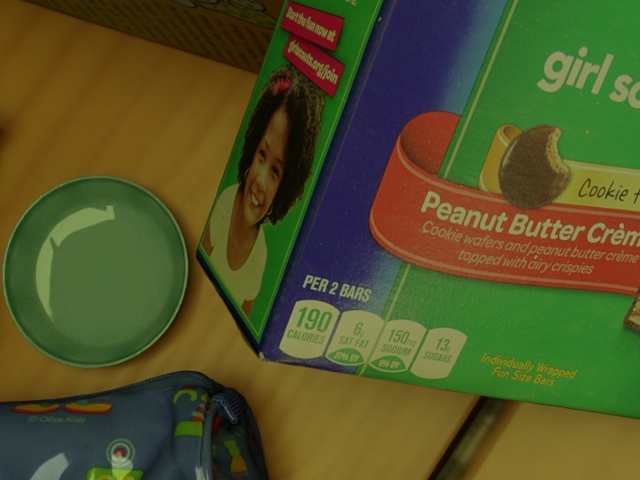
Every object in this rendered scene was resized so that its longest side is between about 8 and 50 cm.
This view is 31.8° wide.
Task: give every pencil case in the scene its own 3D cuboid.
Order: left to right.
[{"bbox_3d":[-0.181,0.144,0.638,0.306,0.119,0.133,-4,94,7],"label":"pencil case"}]

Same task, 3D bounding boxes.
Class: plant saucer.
[{"bbox_3d":[-0.138,0.020,0.699,0.119,0.021,0.119,-1,83,8],"label":"plant saucer"}]

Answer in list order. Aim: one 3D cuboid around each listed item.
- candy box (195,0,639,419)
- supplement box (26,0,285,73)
[{"bbox_3d":[0.122,-0.088,0.516,0.268,0.122,0.317,12,106,-28],"label":"candy box"},{"bbox_3d":[-0.125,-0.242,0.644,0.356,0.195,0.194,18,85,10],"label":"supplement box"}]
